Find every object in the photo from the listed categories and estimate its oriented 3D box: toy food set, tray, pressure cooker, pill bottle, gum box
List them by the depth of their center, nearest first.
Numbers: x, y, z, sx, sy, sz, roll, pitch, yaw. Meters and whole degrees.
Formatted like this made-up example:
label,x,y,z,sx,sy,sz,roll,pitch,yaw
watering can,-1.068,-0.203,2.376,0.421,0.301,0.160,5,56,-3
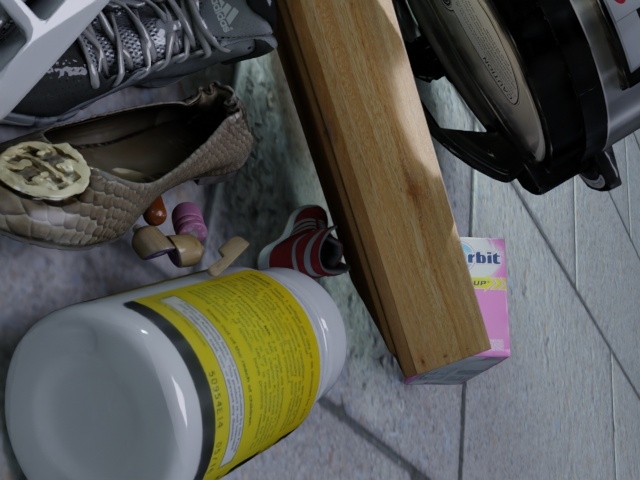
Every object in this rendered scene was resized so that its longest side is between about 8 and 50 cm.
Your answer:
label,x,y,z,sx,sy,sz,roll,pitch,yaw
pill bottle,-0.071,0.078,0.569,0.208,0.119,0.119,-15,95,-62
toy food set,-0.106,-0.016,0.581,0.122,0.019,0.078,34,25,3
tray,0.015,-0.123,0.724,0.203,0.076,0.411,-116,-174,-73
gum box,0.124,0.074,0.924,0.188,0.062,0.107,112,-21,-72
pressure cooker,0.257,-0.273,1.013,0.370,0.420,0.375,60,1,37

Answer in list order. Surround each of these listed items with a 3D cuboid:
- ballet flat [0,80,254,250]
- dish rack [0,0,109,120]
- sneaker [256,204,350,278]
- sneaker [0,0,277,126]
label,x,y,z,sx,sy,sz,roll,pitch,yaw
ballet flat,-0.105,-0.053,0.554,0.084,0.058,0.250,37,26,12
dish rack,-0.194,-0.238,0.399,0.286,0.072,0.333,-55,136,-19
sneaker,0.000,0.000,0.788,0.118,0.067,0.042,-52,127,-56
sneaker,-0.098,-0.130,0.566,0.228,0.132,0.086,-38,115,-60
